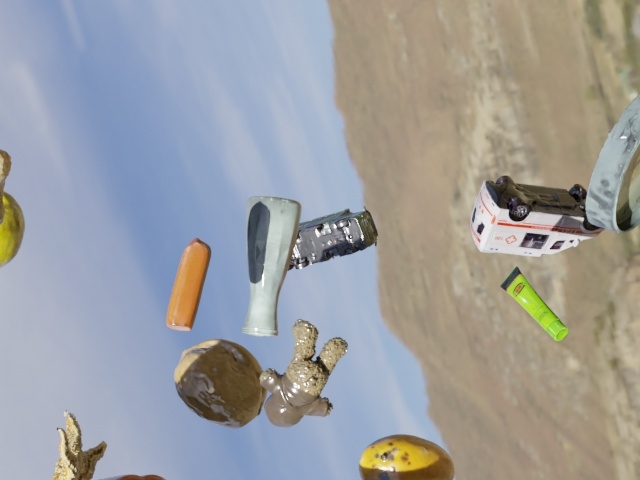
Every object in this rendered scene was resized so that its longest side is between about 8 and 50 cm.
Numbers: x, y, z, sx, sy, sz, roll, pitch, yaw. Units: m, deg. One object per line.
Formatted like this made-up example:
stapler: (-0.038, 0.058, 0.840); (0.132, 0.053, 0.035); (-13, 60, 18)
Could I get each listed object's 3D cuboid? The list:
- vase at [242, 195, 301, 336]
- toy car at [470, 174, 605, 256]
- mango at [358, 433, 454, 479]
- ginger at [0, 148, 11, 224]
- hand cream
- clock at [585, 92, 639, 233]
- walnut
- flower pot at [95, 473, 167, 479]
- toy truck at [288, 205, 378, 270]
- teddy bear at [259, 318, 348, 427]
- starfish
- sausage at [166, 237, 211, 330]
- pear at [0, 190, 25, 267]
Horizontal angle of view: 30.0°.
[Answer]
vase: (-0.082, 0.042, 1.853); (0.086, 0.086, 0.214); (36, -121, -78)
toy car: (0.338, -0.029, 1.844); (0.089, 0.209, 0.108); (-110, 30, -53)
mango: (0.138, 0.346, 1.807); (0.178, 0.115, 0.090); (21, -129, -36)
ginger: (-0.535, -0.059, 1.555); (0.221, 0.275, 0.130); (104, 144, -64)
hand cream: (0.279, 0.084, 1.551); (0.023, 0.036, 0.122); (20, -156, -42)
clock: (0.453, -0.115, 1.681); (0.049, 0.226, 0.226); (31, 163, 29)
walnut: (-0.165, 0.237, 2.000); (0.166, 0.149, 0.166); (32, -157, -15)
flower pot: (-0.275, 0.413, 1.658); (0.190, 0.173, 0.190); (20, -127, -28)
toy truck: (0.000, 0.000, 2.526); (0.121, 0.259, 0.088); (-35, -73, -58)
teddy bear: (-0.025, 0.207, 1.745); (0.160, 0.119, 0.078); (-63, 10, 7)
starfish: (-0.480, 0.444, 2.302); (0.293, 0.084, 0.301); (-85, -8, -75)
sausage: (-0.183, 0.061, 1.664); (0.039, 0.041, 0.131); (116, 168, -80)
pear: (-0.586, -0.019, 2.055); (0.162, 0.149, 0.149); (-51, 37, 44)
